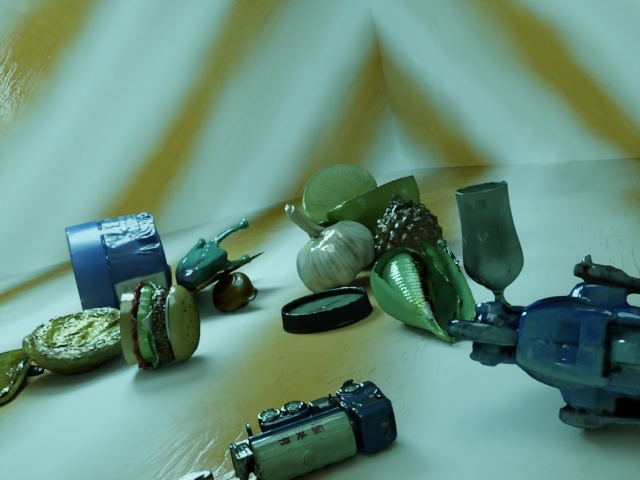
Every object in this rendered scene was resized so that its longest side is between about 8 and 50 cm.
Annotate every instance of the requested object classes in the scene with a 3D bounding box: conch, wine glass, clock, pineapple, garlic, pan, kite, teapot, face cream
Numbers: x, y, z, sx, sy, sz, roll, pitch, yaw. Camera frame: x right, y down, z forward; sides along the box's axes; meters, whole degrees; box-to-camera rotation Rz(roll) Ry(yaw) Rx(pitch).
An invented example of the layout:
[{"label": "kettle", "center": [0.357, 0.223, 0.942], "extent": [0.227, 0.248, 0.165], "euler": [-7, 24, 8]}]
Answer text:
[{"label": "conch", "center": [0.186, 0.078, 1.426], "extent": [0.143, 0.137, 0.250], "euler": [-35, 13, -18]}, {"label": "wine glass", "center": [0.290, 0.020, 1.386], "extent": [0.103, 0.231, 0.103], "euler": [-10, 10, 2]}, {"label": "clock", "center": [0.010, 0.135, 1.632], "extent": [0.184, 0.040, 0.184], "euler": [-12, 10, 2]}, {"label": "pineapple", "center": [0.190, -0.009, 1.797], "extent": [0.166, 0.193, 0.166], "euler": [-17, 4, 1]}, {"label": "garlic", "center": [0.000, 0.000, 1.854], "extent": [0.199, 0.226, 0.199], "euler": [-40, 11, 9]}, {"label": "pan", "center": [-0.659, 0.263, 1.752], "extent": [0.235, 0.028, 0.136], "euler": [-4, 13, 40]}, {"label": "kite", "center": [-0.298, 0.118, 1.984], "extent": [0.377, 0.013, 0.327], "euler": [-29, 0, -12]}, {"label": "teapot", "center": [-0.191, 0.123, 1.873], "extent": [0.129, 0.078, 0.098], "euler": [-13, 46, 50]}, {"label": "face cream", "center": [-0.504, 0.064, 2.065], "extent": [0.225, 0.249, 0.249], "euler": [-12, 9, -17]}]

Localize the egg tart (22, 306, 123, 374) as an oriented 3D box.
[{"label": "egg tart", "center": [-0.473, 0.210, 1.657], "extent": [0.232, 0.098, 0.252], "euler": [-2, 16, 20]}]

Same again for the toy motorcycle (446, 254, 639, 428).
[{"label": "toy motorcycle", "center": [0.327, 0.141, 0.958], "extent": [0.319, 0.241, 0.182], "euler": [5, 59, 43]}]

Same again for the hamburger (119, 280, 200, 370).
[{"label": "hamburger", "center": [-0.293, 0.157, 1.533], "extent": [0.137, 0.175, 0.175], "euler": [-5, 10, 2]}]

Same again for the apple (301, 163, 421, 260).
[{"label": "apple", "center": [0.102, -0.056, 2.068], "extent": [0.295, 0.233, 0.258], "euler": [9, 32, 39]}]

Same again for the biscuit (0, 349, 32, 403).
[{"label": "biscuit", "center": [-0.636, 0.274, 1.612], "extent": [0.118, 0.029, 0.247], "euler": [-16, 17, -2]}]

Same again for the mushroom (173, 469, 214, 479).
[{"label": "mushroom", "center": [-0.169, 0.299, 0.963], "extent": [0.101, 0.019, 0.049], "euler": [-22, 13, -35]}]

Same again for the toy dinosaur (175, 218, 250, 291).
[{"label": "toy dinosaur", "center": [-0.333, 0.089, 2.050], "extent": [0.383, 0.129, 0.331], "euler": [-32, 4, 37]}]

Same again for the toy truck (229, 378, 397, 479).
[{"label": "toy truck", "center": [-0.008, 0.233, 0.986], "extent": [0.202, 0.074, 0.088], "euler": [-16, 15, -18]}]
